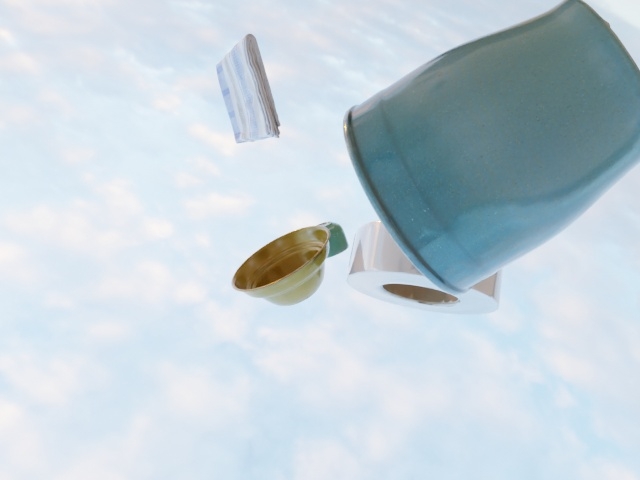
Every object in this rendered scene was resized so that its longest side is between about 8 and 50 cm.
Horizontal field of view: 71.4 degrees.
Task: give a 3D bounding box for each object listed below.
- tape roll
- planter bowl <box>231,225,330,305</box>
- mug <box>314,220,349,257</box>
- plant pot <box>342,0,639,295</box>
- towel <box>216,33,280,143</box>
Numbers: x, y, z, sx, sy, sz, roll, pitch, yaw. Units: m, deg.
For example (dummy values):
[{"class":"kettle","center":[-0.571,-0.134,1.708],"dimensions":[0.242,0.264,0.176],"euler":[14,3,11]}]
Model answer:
[{"class":"tape roll","center":[0.194,0.058,0.847],"dimensions":[0.286,0.286,0.100],"euler":[15,-107,-7]},{"class":"planter bowl","center":[-0.060,0.066,0.885],"dimensions":[0.090,0.217,0.217],"euler":[61,-140,-22]},{"class":"mug","center":[0.007,-0.001,1.471],"dimensions":[0.158,0.097,0.129],"euler":[-23,-167,-17]},{"class":"plant pot","center":[0.209,-0.112,0.509],"dimensions":[0.271,0.255,0.271],"euler":[38,-146,-33]},{"class":"towel","center":[-0.174,-0.326,1.010],"dimensions":[0.034,0.209,0.285],"euler":[-21,-163,-22]}]
